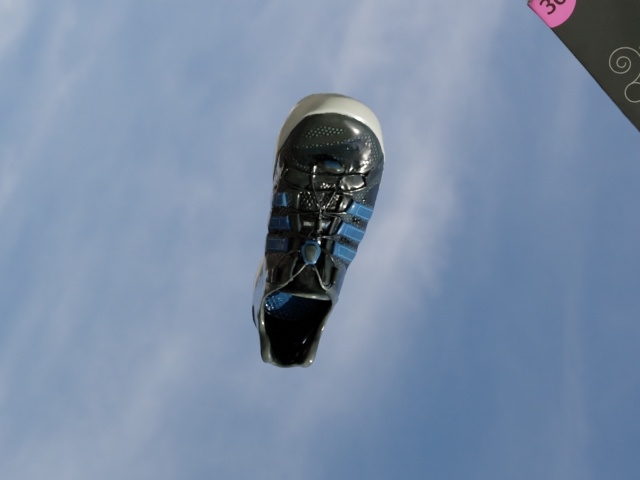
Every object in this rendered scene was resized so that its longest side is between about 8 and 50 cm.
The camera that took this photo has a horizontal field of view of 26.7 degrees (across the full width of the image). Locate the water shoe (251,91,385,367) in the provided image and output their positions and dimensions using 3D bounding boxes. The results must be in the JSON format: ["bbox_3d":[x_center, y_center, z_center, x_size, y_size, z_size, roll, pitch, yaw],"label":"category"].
[{"bbox_3d":[0.000,0.000,0.877,0.080,0.073,0.203,-93,-169,-48],"label":"water shoe"}]

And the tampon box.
[{"bbox_3d":[0.238,-0.153,0.940,0.120,0.161,0.101,-42,-170,16],"label":"tampon box"}]
